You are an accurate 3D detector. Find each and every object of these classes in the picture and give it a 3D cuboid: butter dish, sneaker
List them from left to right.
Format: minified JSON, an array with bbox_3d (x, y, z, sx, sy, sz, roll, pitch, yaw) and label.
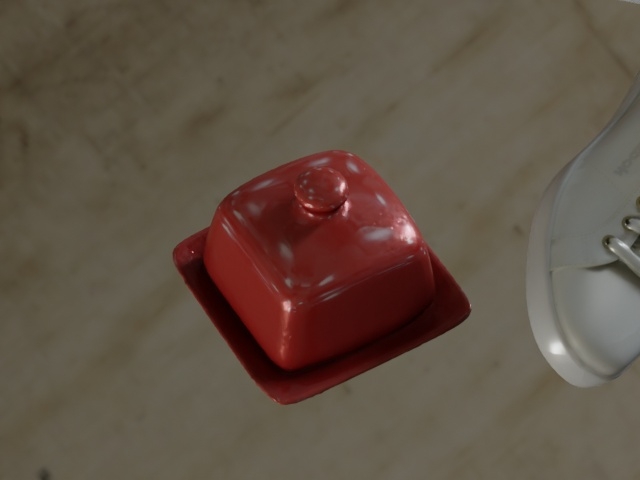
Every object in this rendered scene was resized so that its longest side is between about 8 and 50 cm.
[{"bbox_3d":[0.000,0.000,1.216,0.160,0.160,0.118,-24,-36,-20],"label":"butter dish"},{"bbox_3d":[0.224,-0.041,1.171,0.123,0.106,0.290,-21,35,56],"label":"sneaker"}]

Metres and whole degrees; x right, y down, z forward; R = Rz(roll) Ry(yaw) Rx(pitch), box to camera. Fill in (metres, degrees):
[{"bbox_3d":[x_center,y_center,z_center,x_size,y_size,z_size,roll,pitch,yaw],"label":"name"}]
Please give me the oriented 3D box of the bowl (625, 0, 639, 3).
[{"bbox_3d":[0.209,-0.284,0.937,0.311,0.311,0.163,-38,44,33],"label":"bowl"}]
